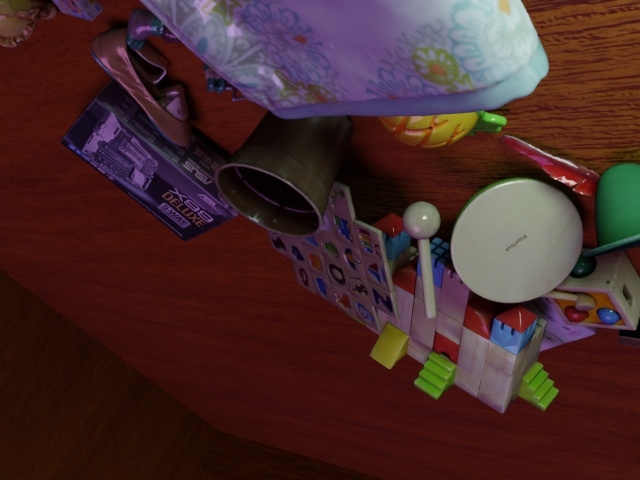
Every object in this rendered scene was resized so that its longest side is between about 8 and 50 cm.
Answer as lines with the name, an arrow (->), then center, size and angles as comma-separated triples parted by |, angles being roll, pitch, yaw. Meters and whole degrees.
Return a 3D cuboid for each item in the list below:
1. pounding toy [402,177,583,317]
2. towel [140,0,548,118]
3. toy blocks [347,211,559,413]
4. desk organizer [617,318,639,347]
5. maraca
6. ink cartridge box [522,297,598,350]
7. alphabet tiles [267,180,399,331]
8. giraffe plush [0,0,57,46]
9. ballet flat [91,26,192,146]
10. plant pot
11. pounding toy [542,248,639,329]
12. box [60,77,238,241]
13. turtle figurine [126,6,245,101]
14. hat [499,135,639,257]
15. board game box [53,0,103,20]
pounding toy -> 0.240, -0.008, 1.114 | 0.237, 0.110, 0.182 | -13, 112, 3
towel -> -0.024, -0.235, 0.698 | 0.374, 0.090, 0.320 | 5, 151, 47
toy blocks -> 0.218, 0.098, 1.276 | 0.381, 0.191, 0.260 | 31, 140, 30
desk organizer -> 0.527, 0.139, 1.207 | 0.130, 0.047, 0.050 | 7, 146, 36
maraca -> 0.144, -0.159, 0.958 | 0.186, 0.099, 0.127 | 14, 176, -38
ink cartridge box -> 0.323, 0.102, 1.326 | 0.232, 0.066, 0.189 | 27, 155, -10
alphabet tiles -> 0.000, 0.000, 1.304 | 0.343, 0.011, 0.285 | 27, 142, 46
giraffe plush -> -0.504, -0.347, 1.168 | 0.171, 0.181, 0.210 | -13, 127, 23
ballet flat -> -0.257, -0.236, 1.222 | 0.073, 0.080, 0.232 | -23, 135, 21
plant pot -> -0.039, -0.117, 1.124 | 0.167, 0.165, 0.167 | 22, 155, 11
pounding toy -> 0.384, 0.074, 1.156 | 0.130, 0.100, 0.141 | 0, 144, 43
box -> -0.297, -0.139, 1.416 | 0.307, 0.076, 0.242 | 41, 152, -19
turtle figurine -> -0.121, -0.253, 1.013 | 0.234, 0.118, 0.175 | 21, -165, 15
hat -> 0.373, -0.086, 0.954 | 0.209, 0.183, 0.173 | -11, 170, -17
board game box -> -0.380, -0.377, 1.085 | 0.103, 0.026, 0.154 | 27, 162, 46
